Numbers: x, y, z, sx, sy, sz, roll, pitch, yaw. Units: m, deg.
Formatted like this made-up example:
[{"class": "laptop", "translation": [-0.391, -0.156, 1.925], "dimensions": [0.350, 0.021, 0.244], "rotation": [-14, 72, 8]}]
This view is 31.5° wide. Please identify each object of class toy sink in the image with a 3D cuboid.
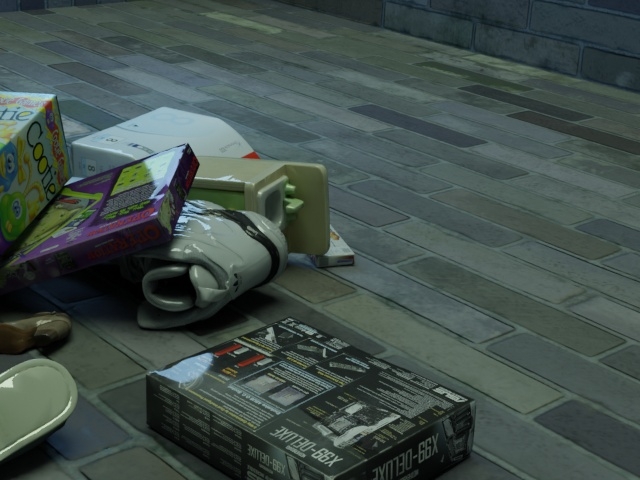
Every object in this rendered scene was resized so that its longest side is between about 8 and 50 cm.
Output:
[{"class": "toy sink", "translation": [-0.118, -0.038, 1.778], "dimensions": [0.234, 0.152, 0.131], "rotation": [7, 22, 22]}]

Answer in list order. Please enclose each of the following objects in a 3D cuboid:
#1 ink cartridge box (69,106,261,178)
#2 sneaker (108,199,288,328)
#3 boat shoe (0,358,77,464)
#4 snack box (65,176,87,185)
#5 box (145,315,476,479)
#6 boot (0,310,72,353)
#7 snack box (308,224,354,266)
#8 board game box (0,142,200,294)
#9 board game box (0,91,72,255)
[{"class": "ink cartridge box", "translation": [-0.235, -0.158, 2.184], "dimensions": [0.385, 0.091, 0.308], "rotation": [12, 23, 25]}, {"class": "sneaker", "translation": [-0.249, 0.019, 1.662], "dimensions": [0.366, 0.137, 0.210], "rotation": [10, 24, 23]}, {"class": "boat shoe", "translation": [-0.413, 0.227, 1.215], "dimensions": [0.319, 0.116, 0.099], "rotation": [-24, -10, -37]}, {"class": "snack box", "translation": [-0.450, -0.047, 1.894], "dimensions": [0.175, 0.070, 0.207], "rotation": [5, 20, 16]}, {"class": "box", "translation": [-0.014, 0.200, 1.314], "dimensions": [0.307, 0.076, 0.242], "rotation": [21, 28, 39]}, {"class": "boot", "translation": [-0.396, 0.120, 1.530], "dimensions": [0.119, 0.042, 0.087], "rotation": [4, 15, 1]}, {"class": "snack box", "translation": [0.000, 0.000, 1.900], "dimensions": [0.064, 0.022, 0.178], "rotation": [-5, 23, -16]}, {"class": "board game box", "translation": [-0.353, -0.024, 1.642], "dimensions": [0.347, 0.056, 0.208], "rotation": [-16, 26, 19]}, {"class": "board game box", "translation": [-0.484, -0.092, 1.609], "dimensions": [0.144, 0.142, 0.275], "rotation": [5, 32, 13]}]
